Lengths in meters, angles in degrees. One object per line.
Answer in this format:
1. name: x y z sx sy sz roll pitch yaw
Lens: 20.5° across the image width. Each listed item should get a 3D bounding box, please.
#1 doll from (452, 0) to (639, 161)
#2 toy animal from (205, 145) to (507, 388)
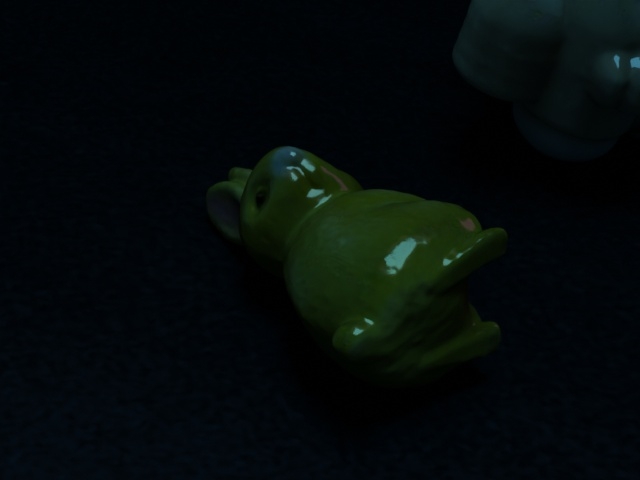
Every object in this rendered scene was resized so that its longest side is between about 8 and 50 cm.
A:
1. doll: 0.195 -0.081 0.849 0.278 0.119 0.154 26 37 10
2. toy animal: -0.003 -0.001 0.722 0.083 0.070 0.159 -19 36 -31
